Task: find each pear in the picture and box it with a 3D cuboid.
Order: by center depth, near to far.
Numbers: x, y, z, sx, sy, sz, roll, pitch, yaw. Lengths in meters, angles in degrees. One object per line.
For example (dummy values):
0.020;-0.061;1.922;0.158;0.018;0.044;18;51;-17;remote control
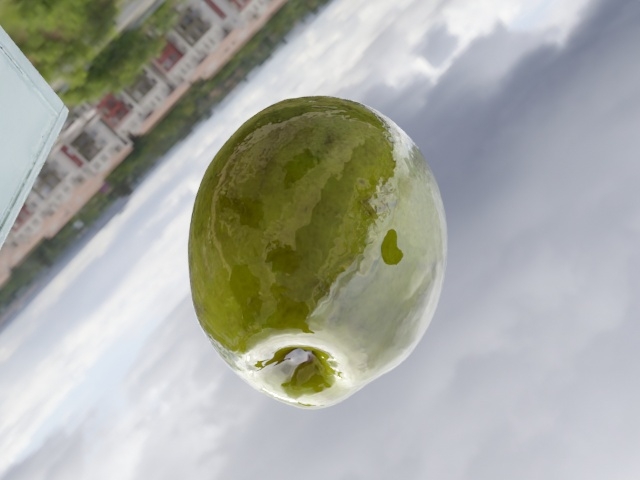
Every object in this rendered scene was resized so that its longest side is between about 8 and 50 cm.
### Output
0.000;0.000;1.029;0.253;0.253;0.307;-37;-155;42;pear

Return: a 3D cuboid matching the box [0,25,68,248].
-0.207;-0.065;0.418;0.225;0.086;0.129;62;44;-58;box
